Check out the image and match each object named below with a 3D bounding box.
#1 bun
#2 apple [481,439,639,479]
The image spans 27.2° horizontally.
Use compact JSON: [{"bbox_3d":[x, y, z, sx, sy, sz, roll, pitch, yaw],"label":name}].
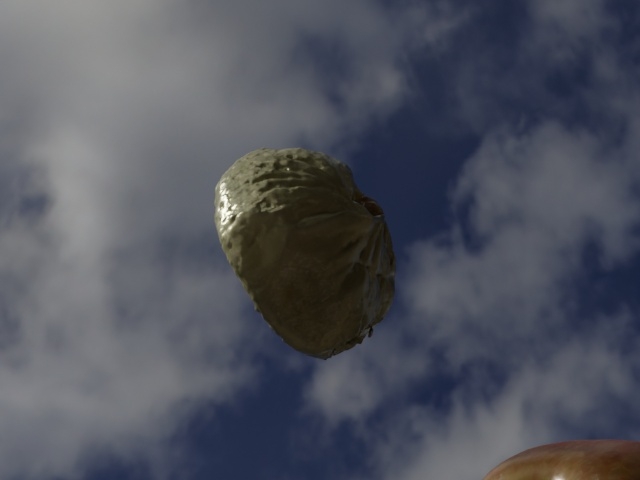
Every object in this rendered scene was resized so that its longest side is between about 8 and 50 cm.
[{"bbox_3d":[0.000,0.000,1.279,0.134,0.220,0.220,-31,-70,21],"label":"bun"},{"bbox_3d":[0.319,0.408,1.509,0.391,0.391,0.346,-35,-51,16],"label":"apple"}]
